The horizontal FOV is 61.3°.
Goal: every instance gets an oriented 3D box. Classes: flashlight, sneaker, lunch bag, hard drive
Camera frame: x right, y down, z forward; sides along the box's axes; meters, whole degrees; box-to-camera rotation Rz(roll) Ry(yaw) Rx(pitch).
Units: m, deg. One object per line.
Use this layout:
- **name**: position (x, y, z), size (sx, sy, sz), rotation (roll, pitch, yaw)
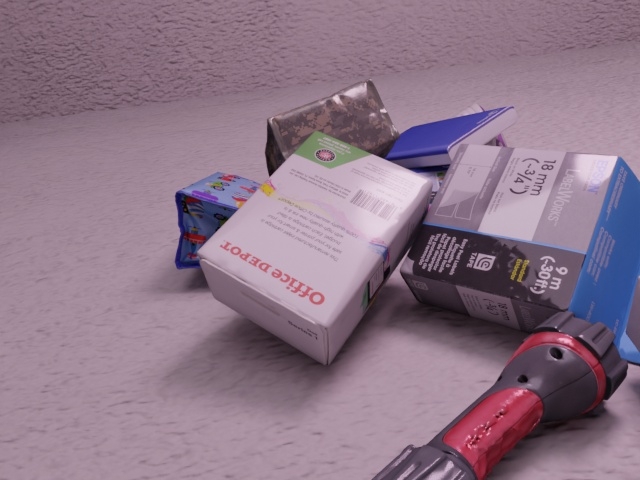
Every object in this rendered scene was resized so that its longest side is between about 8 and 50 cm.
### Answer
- **flashlight**: position (0.180, 0.176, 0.518), size (0.304, 0.103, 0.103), rotation (-25, 35, -35)
- **sneaker**: position (0.367, -0.236, 1.328), size (0.152, 0.114, 0.305), rotation (-23, 25, 13)
- **lunch bag**: position (-0.080, -0.031, 0.963), size (0.293, 0.138, 0.221), rotation (6, 16, 5)
- **lunch bag**: position (0.010, -0.187, 1.169), size (0.235, 0.169, 0.287), rotation (-24, -6, -10)
- **hard drive**: position (0.254, -0.225, 1.232), size (0.210, 0.040, 0.318), rotation (-34, 18, -23)

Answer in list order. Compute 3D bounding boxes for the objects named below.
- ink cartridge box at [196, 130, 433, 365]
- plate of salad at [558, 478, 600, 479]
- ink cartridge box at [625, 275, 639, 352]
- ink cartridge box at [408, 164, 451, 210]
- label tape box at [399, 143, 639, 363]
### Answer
- **ink cartridge box**: position (0.000, 0.000, 0.752), size (0.201, 0.117, 0.278), rotation (27, 58, 20)
- **plate of salad**: position (0.228, 0.256, 0.404), size (0.199, 0.048, 0.200), rotation (-6, 26, 3)
- **ink cartridge box**: position (0.412, 0.114, 0.507), size (0.148, 0.086, 0.203), rotation (-2, 28, 5)
- **ink cartridge box**: position (0.251, -0.090, 1.082), size (0.185, 0.065, 0.311), rotation (-7, 25, 0)
- **label tape box**: position (0.310, 0.001, 0.720), size (0.333, 0.106, 0.241), rotation (13, 63, 36)
